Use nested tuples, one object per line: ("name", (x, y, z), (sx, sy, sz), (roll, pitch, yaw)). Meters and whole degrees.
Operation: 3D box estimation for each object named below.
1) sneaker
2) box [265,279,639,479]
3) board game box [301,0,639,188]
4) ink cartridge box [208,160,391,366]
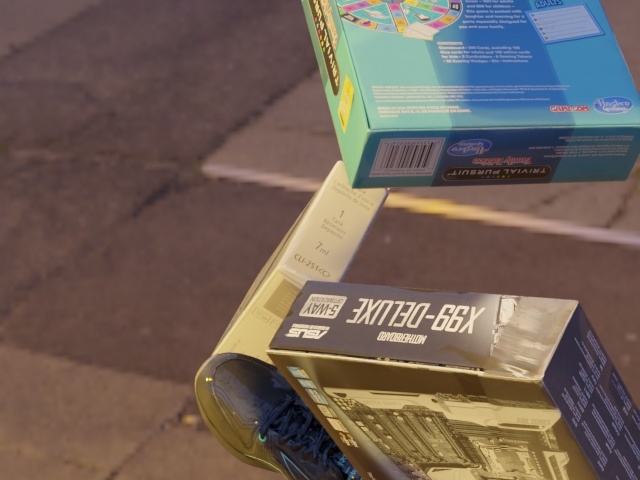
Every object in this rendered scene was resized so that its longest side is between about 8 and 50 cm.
("sneaker", (0.003, 0.188, 1.589), (0.267, 0.106, 0.101), (38, 66, 1))
("box", (0.135, 0.160, 1.322), (0.242, 0.307, 0.076), (4, 51, 38))
("board game box", (0.121, -0.198, 1.539), (0.254, 0.079, 0.336), (-2, 52, -15))
("ink cartridge box", (0.000, 0.000, 1.769), (0.066, 0.296, 0.261), (32, 61, -3))
